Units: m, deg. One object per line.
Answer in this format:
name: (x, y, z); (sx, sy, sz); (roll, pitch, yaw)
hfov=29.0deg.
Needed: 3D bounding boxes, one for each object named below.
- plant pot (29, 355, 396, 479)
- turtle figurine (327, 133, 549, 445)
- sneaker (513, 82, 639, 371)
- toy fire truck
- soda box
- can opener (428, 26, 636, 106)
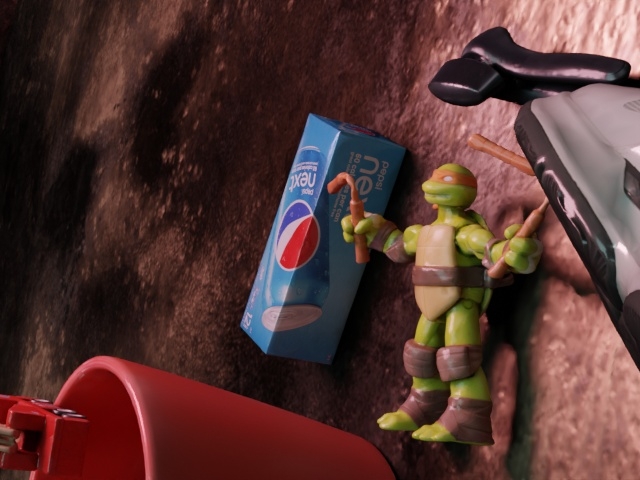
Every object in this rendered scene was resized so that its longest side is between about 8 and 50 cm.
plant pot: (-0.082, 0.242, 0.987); (0.275, 0.243, 0.275); (-30, 54, 53)
turtle figurine: (0.088, 0.035, 0.925); (0.269, 0.087, 0.217); (4, 90, 56)
sneaker: (0.263, -0.018, 0.613); (0.257, 0.169, 0.447); (-29, 20, 7)
toy fire truck: (-0.248, 0.144, 0.925); (0.192, 0.135, 0.047); (3, 82, 61)
soda box: (0.000, 0.000, 1.106); (0.067, 0.071, 0.210); (38, 112, 59)
can opener: (0.160, -0.113, 0.889); (0.186, 0.059, 0.073); (18, 68, 51)
